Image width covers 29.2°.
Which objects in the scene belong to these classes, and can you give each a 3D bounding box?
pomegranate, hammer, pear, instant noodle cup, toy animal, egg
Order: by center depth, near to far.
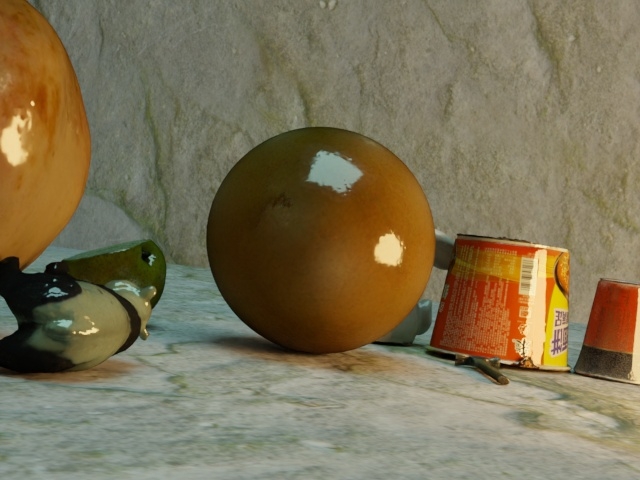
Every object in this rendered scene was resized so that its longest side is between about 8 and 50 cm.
[{"bbox_3d":[-0.226,0.069,1.116,0.121,0.093,0.225,9,-1,14],"label":"toy animal"},{"bbox_3d":[-0.420,-0.082,1.142,0.412,0.411,0.411,7,0,0],"label":"pomegranate"},{"bbox_3d":[0.205,0.159,1.518,0.062,0.017,0.182,7,1,-2],"label":"hammer"},{"bbox_3d":[0.000,0.000,1.519,0.283,0.282,0.351,7,6,-5],"label":"egg"},{"bbox_3d":[-0.265,0.058,1.588,0.141,0.104,0.141,-17,4,1],"label":"pear"},{"bbox_3d":[0.422,0.124,1.701,0.127,0.135,0.127,7,2,0],"label":"instant noodle cup"},{"bbox_3d":[0.261,0.084,1.733,0.213,0.174,0.213,8,0,0],"label":"instant noodle cup"},{"bbox_3d":[0.104,0.062,1.825,0.179,0.193,0.127,15,-3,-16],"label":"toy animal"}]
